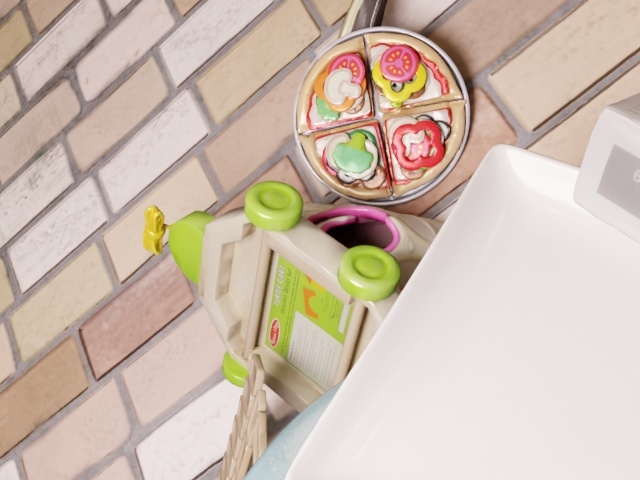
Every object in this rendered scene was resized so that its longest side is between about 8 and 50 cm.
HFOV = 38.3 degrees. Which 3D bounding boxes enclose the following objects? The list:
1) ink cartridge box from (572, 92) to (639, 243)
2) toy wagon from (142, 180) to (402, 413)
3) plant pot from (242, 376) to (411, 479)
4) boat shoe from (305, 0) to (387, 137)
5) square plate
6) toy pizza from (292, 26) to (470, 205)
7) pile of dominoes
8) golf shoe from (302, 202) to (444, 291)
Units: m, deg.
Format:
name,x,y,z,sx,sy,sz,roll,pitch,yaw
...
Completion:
name,x,y,z,sx,sy,sz,roll,pitch,yaw
ink cartridge box,0.425,-0.038,0.673,0.308,0.385,0.091,39,135,36
toy wagon,-0.045,0.061,0.950,0.344,0.068,0.267,36,138,23
plant pot,0.056,0.261,0.760,0.252,0.248,0.247,-24,56,-16
boat shoe,0.050,-0.204,1.088,0.073,0.080,0.223,21,90,9
square plate,0.206,0.114,0.659,0.347,0.049,0.344,23,65,26
toy pizza,0.065,-0.139,1.028,0.201,0.032,0.201,0,92,12
pile of dominoes,-0.069,0.249,0.935,0.196,0.040,0.251,-95,19,-53
golf shoe,0.000,0.000,1.011,0.306,0.140,0.115,1,76,34
